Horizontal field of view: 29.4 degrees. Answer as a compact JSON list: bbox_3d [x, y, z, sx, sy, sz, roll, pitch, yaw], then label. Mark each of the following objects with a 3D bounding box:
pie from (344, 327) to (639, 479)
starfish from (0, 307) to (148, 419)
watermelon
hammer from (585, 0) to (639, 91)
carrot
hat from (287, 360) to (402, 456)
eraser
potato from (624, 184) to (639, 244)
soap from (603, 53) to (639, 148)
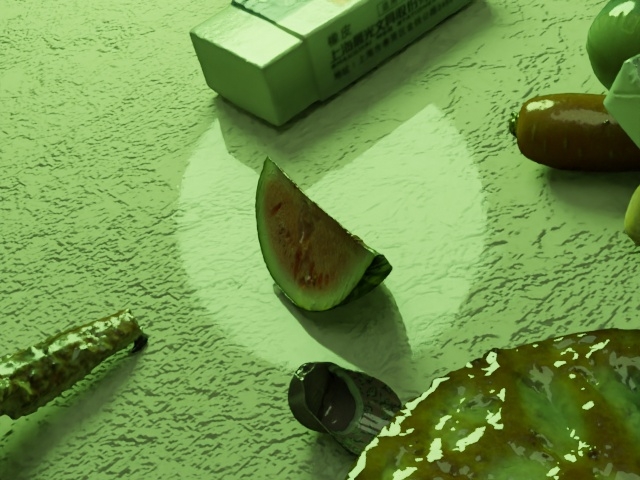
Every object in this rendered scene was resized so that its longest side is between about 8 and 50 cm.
[{"bbox_3d":[0.167,0.169,0.720,0.315,0.092,0.315,-6,38,5],"label":"pie"},{"bbox_3d":[-0.315,0.201,0.812,0.383,0.132,0.398,-17,37,5],"label":"starfish"},{"bbox_3d":[0.009,0.004,0.964,0.069,0.087,0.163,-3,32,-35],"label":"watermelon"},{"bbox_3d":[0.391,-0.154,1.008,0.305,0.113,0.202,30,61,30],"label":"hammer"},{"bbox_3d":[0.263,-0.086,0.984,0.225,0.067,0.067,3,44,18],"label":"carrot"},{"bbox_3d":[0.015,0.122,0.857,0.087,0.042,0.058,31,60,0],"label":"hat"},{"bbox_3d":[0.019,-0.227,1.203,0.279,0.081,0.124,-36,46,-23],"label":"eraser"},{"bbox_3d":[0.270,-0.027,0.928,0.083,0.062,0.068,-56,21,-7],"label":"potato"},{"bbox_3d":[0.310,-0.073,0.882,0.121,0.064,0.183,-26,67,-18],"label":"soap"}]
